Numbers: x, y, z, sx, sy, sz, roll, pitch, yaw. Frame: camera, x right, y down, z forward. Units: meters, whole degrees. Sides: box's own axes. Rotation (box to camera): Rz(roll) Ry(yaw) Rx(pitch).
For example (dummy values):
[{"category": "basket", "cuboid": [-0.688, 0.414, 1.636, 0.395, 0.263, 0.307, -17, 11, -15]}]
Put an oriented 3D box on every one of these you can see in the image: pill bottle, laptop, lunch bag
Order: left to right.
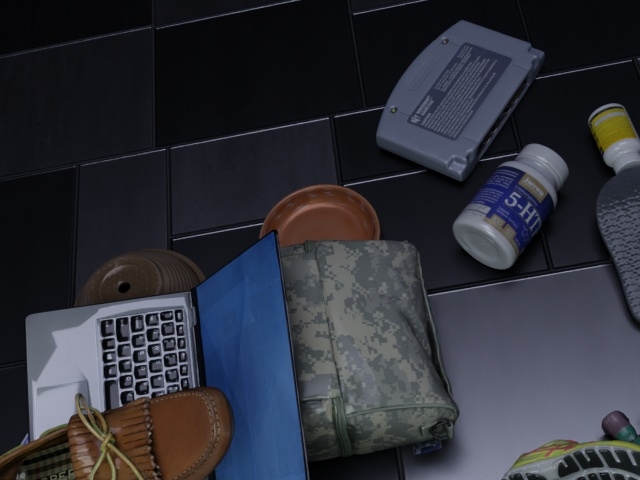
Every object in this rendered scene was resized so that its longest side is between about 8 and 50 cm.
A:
[{"category": "laptop", "cuboid": [-0.226, 0.226, 1.365, 0.407, 0.236, 0.382, -8, 70, 0]}, {"category": "lunch bag", "cuboid": [0.045, 0.154, 1.440, 0.256, 0.213, 0.305, -11, 60, 2]}, {"category": "pill bottle", "cuboid": [0.301, -0.057, 1.579, 0.112, 0.112, 0.187, 30, 69, 26]}, {"category": "pill bottle", "cuboid": [0.479, -0.158, 1.633, 0.065, 0.065, 0.116, -15, 56, 2]}]

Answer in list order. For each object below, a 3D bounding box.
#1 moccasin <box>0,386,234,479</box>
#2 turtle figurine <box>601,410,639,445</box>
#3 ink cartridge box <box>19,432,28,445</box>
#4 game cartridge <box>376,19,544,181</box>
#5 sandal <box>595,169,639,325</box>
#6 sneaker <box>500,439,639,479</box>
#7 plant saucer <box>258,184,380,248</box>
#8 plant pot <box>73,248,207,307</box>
[{"category": "moccasin", "cuboid": [-0.274, 0.269, 1.283, 0.380, 0.147, 0.139, -17, 70, 27]}, {"category": "turtle figurine", "cuboid": [0.473, 0.306, 1.319, 0.175, 0.118, 0.234, -23, 51, -3]}, {"category": "ink cartridge box", "cuboid": [-0.380, 0.394, 1.474, 0.208, 0.045, 0.206, 22, 66, 17]}, {"category": "game cartridge", "cuboid": [0.231, -0.248, 1.750, 0.196, 0.060, 0.294, 28, 67, 22]}, {"category": "sandal", "cuboid": [0.477, 0.014, 1.541, 0.097, 0.054, 0.255, -9, 66, 15]}, {"category": "sneaker", "cuboid": [0.337, 0.292, 1.338, 0.208, 0.081, 0.094, -16, 15, 31]}, {"category": "plant saucer", "cuboid": [0.000, 0.000, 1.651, 0.199, 0.037, 0.200, -5, 58, 9]}, {"category": "plant pot", "cuboid": [-0.292, 0.099, 1.607, 0.237, 0.110, 0.237, -5, 58, 8]}]
